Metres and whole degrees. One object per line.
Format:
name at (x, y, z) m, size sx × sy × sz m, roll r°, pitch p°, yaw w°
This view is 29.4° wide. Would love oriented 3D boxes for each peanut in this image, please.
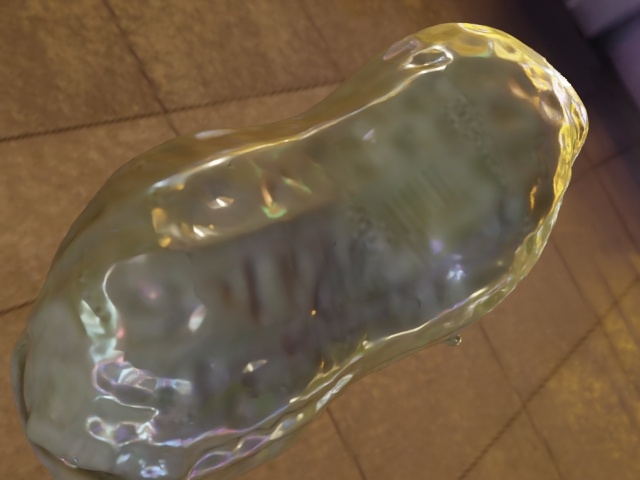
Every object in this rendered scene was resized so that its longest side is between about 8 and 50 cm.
peanut at (0.000, 0.000, 0.553) m, size 0.313 × 0.149 × 0.149 m, roll -30°, pitch 90°, yaw -21°
